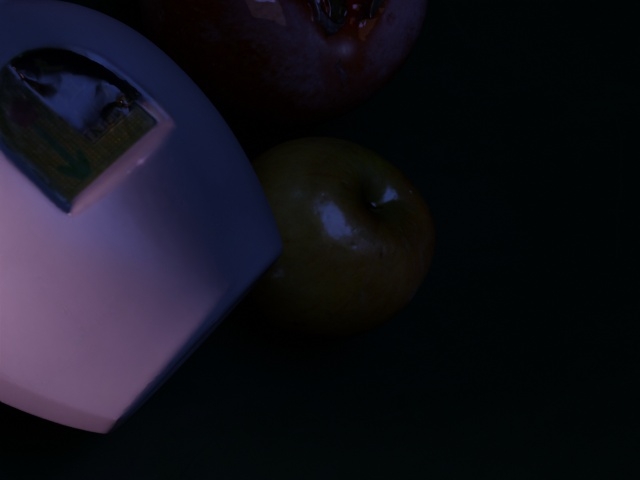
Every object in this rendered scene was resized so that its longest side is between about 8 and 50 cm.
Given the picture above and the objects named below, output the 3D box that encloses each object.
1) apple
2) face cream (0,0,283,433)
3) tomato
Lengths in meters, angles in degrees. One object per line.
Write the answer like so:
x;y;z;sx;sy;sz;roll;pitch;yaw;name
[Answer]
0.000;0.000;1.442;0.182;0.155;0.182;27;42;-27;apple
-0.221;-0.044;1.288;0.357;0.219;0.312;42;55;1;face cream
-0.039;-0.232;1.498;0.270;0.227;0.270;-3;94;-36;tomato
